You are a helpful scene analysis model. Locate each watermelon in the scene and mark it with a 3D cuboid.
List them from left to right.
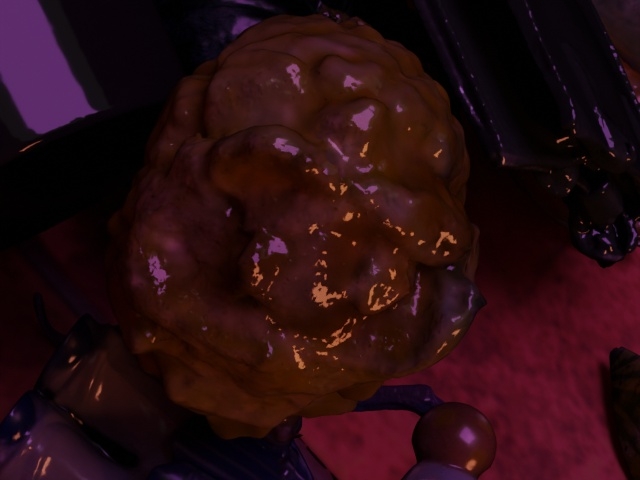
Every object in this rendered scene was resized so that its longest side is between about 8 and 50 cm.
[{"bbox_3d":[0.235,0.124,1.029,0.163,0.069,0.087,34,47,-18],"label":"watermelon"}]

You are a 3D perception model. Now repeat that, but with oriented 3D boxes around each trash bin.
[{"bbox_3d":[-0.198,-0.161,0.791,0.214,0.214,0.334,-23,84,-45],"label":"trash bin"}]

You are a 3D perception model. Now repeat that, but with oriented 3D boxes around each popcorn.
[{"bbox_3d":[-0.012,-0.002,0.726,0.142,0.173,0.173,6,54,-5],"label":"popcorn"}]

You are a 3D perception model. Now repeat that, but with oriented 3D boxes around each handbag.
[{"bbox_3d":[0.100,-0.121,0.965,0.260,0.079,0.247,66,15,20],"label":"handbag"}]

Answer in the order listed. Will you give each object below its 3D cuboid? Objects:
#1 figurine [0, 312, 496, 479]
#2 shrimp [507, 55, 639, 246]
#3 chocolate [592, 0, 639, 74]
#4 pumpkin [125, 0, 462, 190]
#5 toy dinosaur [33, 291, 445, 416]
[{"bbox_3d":[-0.018,0.151,0.782,0.274,0.133,0.194,15,61,-12],"label":"figurine"},{"bbox_3d":[0.168,-0.051,1.122,0.187,0.051,0.132,31,64,-10],"label":"shrimp"},{"bbox_3d":[0.153,-0.181,1.158,0.291,0.110,0.110,31,46,-13],"label":"chocolate"},{"bbox_3d":[-0.017,-0.068,0.914,0.202,0.140,0.202,23,47,-27],"label":"pumpkin"},{"bbox_3d":[-0.037,0.061,0.848,0.197,0.080,0.045,15,48,2],"label":"toy dinosaur"}]
